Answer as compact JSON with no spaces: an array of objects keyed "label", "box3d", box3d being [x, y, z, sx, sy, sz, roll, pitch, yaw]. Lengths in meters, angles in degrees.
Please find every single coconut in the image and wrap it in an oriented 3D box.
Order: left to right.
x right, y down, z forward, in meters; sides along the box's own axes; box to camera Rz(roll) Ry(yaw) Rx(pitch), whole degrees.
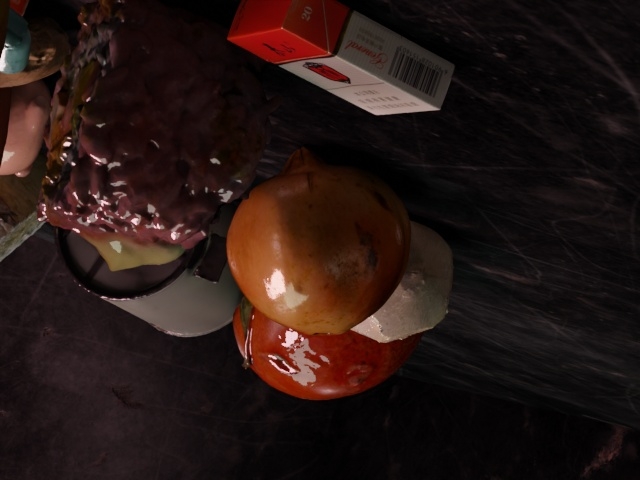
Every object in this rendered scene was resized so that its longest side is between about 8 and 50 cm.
[{"label":"coconut","box3d":[0.090,0.050,1.834,0.161,0.161,0.162,22,179,-17]}]

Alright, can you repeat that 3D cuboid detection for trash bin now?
[{"label":"trash bin","box3d":[-0.218,0.006,2.025,0.277,0.217,0.262,22,173,20]}]

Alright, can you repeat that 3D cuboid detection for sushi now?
[{"label":"sushi","box3d":[-0.155,-0.088,1.300,0.171,0.236,0.270,14,170,-21]}]

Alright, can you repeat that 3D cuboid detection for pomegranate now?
[{"label":"pomegranate","box3d":[-0.001,0.006,1.635,0.209,0.209,0.209,19,171,3]}]

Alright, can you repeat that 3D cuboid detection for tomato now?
[{"label":"tomato","box3d":[0.031,0.131,2.025,0.309,0.170,0.309,-9,157,-4]}]

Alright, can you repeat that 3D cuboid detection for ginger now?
[{"label":"ginger","box3d":[-0.310,-0.183,1.424,0.137,0.074,0.213,2,-173,33]}]

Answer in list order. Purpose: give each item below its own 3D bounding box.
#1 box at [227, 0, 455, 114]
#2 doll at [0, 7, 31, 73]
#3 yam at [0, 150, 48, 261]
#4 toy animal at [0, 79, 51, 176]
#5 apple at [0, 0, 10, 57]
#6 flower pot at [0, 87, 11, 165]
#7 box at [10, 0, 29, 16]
[{"label":"box","box3d":[0.016,-0.148,1.142,0.152,0.048,0.100,22,170,-28]},{"label":"doll","box3d":[-0.295,-0.198,1.160,0.159,0.159,0.059,23,148,0]},{"label":"yam","box3d":[-0.485,-0.085,1.869,0.271,0.201,0.202,48,-150,2]},{"label":"toy animal","box3d":[-0.419,-0.150,1.700,0.198,0.171,0.171,16,172,-13]},{"label":"apple","box3d":[-0.382,-0.169,0.951,0.340,0.339,0.339,19,171,3]},{"label":"flower pot","box3d":[-0.413,-0.156,1.539,0.191,0.173,0.190,12,164,4]},{"label":"box","box3d":[-0.436,-0.277,1.314,0.273,0.048,0.265,26,168,-41]}]
